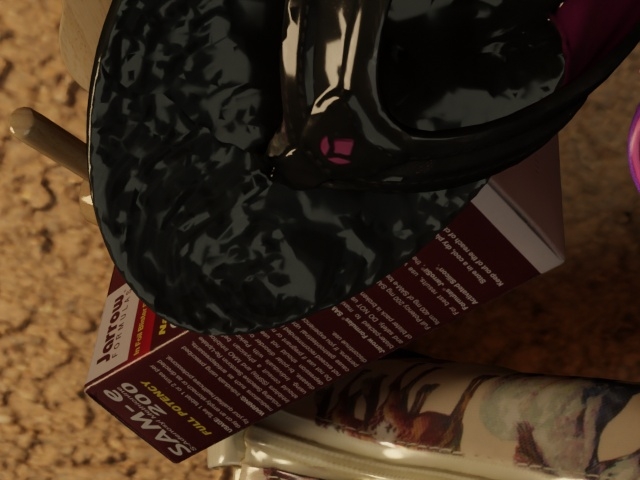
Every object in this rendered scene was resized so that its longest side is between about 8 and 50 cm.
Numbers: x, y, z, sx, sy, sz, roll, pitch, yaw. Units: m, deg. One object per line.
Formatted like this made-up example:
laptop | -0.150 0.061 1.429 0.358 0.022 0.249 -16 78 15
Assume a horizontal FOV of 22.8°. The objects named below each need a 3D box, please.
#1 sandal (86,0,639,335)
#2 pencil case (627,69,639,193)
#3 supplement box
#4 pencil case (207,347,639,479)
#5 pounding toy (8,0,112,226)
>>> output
sandal | 0.078 -0.129 0.571 0.446 0.107 0.167 -43 107 11
pencil case | 0.190 -0.063 0.634 0.104 0.236 0.104 7 110 20
supplement box | 0.000 0.000 0.777 0.239 0.130 0.073 -31 122 28
pencil case | 0.137 0.136 0.764 0.410 0.160 0.183 5 155 40
pounding toy | -0.040 -0.098 0.675 0.154 0.155 0.269 6 132 7
